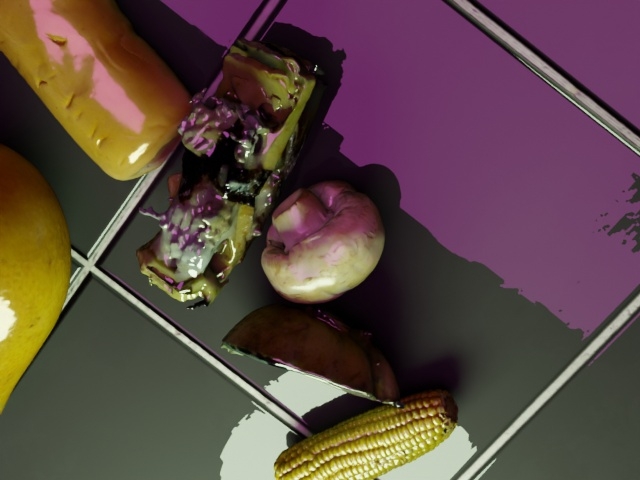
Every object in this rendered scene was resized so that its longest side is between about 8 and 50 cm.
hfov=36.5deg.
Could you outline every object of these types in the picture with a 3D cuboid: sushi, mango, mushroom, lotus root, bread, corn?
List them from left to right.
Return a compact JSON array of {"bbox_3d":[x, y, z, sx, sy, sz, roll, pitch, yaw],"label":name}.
[{"bbox_3d":[-0.417,0.060,1.073,0.264,0.221,0.378,19,119,1],"label":"mango"},{"bbox_3d":[-0.263,-0.204,1.027,0.142,0.091,0.305,-37,96,25],"label":"bread"},{"bbox_3d":[-0.111,-0.075,1.006,0.139,0.131,0.290,32,110,17],"label":"sushi"},{"bbox_3d":[0.000,0.000,1.012,0.148,0.148,0.112,-36,108,19],"label":"mushroom"},{"bbox_3d":[0.001,0.115,1.044,0.204,0.183,0.077,20,82,-1],"label":"lotus root"},{"bbox_3d":[0.050,0.237,1.104,0.231,0.080,0.080,-27,100,18],"label":"corn"}]
